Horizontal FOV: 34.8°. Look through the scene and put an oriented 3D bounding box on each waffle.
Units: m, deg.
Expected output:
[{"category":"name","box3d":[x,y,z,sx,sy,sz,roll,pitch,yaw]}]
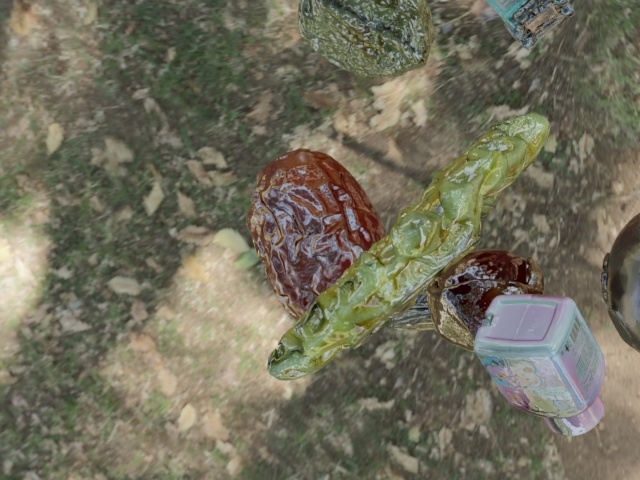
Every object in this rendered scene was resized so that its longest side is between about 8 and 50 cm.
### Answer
[{"category":"waffle","box3d":[0.065,0.008,0.706,0.054,0.204,0.223,44,131,2]}]

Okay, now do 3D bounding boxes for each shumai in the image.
[{"category":"shumai","box3d":[0.099,-0.431,1.849,0.255,0.189,0.218,26,73,-12]}]

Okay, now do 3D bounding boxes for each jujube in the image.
[{"category":"jujube","box3d":[0.000,0.000,1.307,0.174,0.174,0.251,-35,54,20]}]

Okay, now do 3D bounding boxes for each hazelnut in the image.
[{"category":"hazelnut","box3d":[0.237,0.080,1.515,0.170,0.202,0.161,8,115,-14]}]

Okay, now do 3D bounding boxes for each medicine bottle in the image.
[{"category":"medicine bottle","box3d":[0.282,0.157,1.264,0.119,0.094,0.188,-1,137,40]}]

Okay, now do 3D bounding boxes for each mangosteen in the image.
[{"category":"mangosteen","box3d":[0.631,0.074,1.730,0.311,0.311,0.311,4,104,14]}]

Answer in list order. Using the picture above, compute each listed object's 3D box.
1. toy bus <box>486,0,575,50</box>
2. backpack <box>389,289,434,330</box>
[{"category":"toy bus","box3d":[0.283,-0.331,1.416,0.091,0.261,0.109,-43,81,14]},{"category":"backpack","box3d":[0.262,0.108,1.941,0.206,0.258,0.133,-11,74,53]}]
